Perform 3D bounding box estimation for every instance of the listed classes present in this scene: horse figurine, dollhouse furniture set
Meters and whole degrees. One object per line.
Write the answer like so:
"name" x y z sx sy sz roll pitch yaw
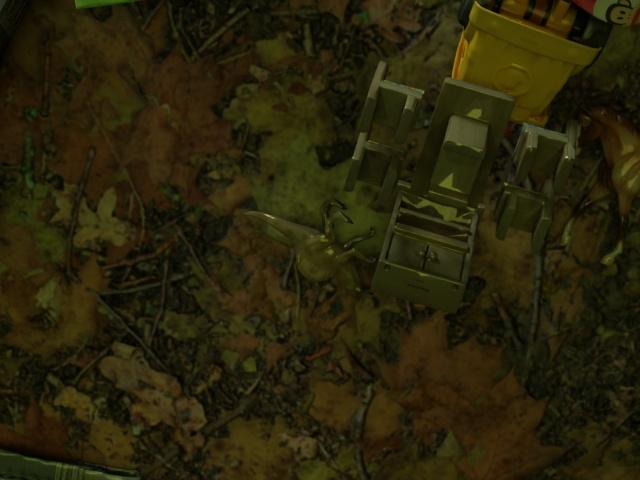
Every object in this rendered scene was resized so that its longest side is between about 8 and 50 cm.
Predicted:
"horse figurine" 0.390 -0.045 1.438 0.263 0.066 0.174 16 108 5
"dollhouse furniture set" 0.140 -0.071 1.364 0.212 0.161 0.242 17 127 2

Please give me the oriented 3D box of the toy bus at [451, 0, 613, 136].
"toy bus" 0.213 -0.220 1.378 0.149 0.220 0.211 18 136 -2

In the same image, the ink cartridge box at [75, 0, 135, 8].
"ink cartridge box" -0.145 -0.355 1.364 0.255 0.097 0.188 -12 101 -18

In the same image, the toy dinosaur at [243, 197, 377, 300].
"toy dinosaur" 0.000 0.000 1.491 0.183 0.053 0.092 37 104 -2

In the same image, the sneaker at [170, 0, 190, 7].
"sneaker" -0.169 -0.356 1.437 0.089 0.051 0.170 -29 95 13

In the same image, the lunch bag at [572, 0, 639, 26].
"lunch bag" 0.252 -0.352 1.279 0.293 0.120 0.258 38 58 10

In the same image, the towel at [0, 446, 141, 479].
"towel" -0.395 0.415 1.613 0.312 0.056 0.324 9 101 4

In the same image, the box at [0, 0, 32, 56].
"box" -0.473 -0.318 1.394 0.318 0.097 0.395 28 82 -1
